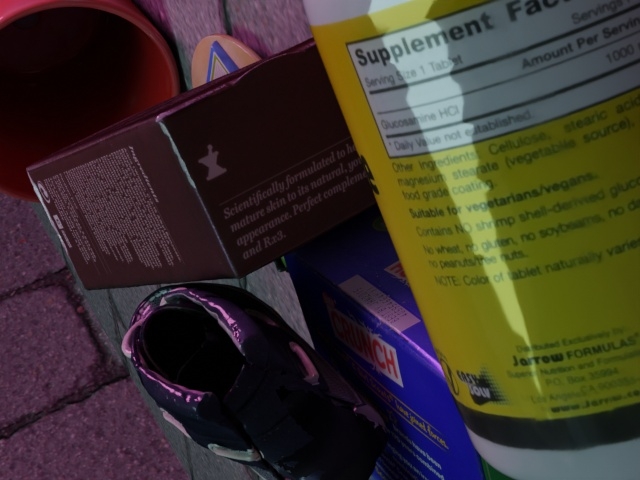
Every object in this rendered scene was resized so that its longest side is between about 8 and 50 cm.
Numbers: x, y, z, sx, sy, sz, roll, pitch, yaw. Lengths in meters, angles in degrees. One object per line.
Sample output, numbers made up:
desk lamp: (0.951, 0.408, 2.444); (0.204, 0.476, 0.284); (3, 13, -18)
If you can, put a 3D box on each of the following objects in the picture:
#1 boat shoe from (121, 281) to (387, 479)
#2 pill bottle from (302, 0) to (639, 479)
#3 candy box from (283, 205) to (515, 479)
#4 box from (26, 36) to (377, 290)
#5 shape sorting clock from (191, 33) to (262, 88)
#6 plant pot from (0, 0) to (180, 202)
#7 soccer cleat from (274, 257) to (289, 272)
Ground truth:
boat shoe: (-0.093, 0.078, 1.023); (0.158, 0.127, 0.341); (43, 168, -35)
pill bottle: (0.104, -0.072, 0.602); (0.188, 0.188, 0.333); (14, 127, 68)
candy box: (0.113, 0.154, 1.014); (0.268, 0.122, 0.317); (39, 151, 55)
box: (-0.094, -0.060, 1.119); (0.143, 0.191, 0.381); (65, 156, -7)
shape sorting clock: (-0.064, -0.106, 1.294); (0.206, 0.040, 0.206); (46, 151, 36)
plant pot: (-0.328, -0.222, 1.575); (0.243, 0.275, 0.275); (-120, 15, -45)
soccer cleat: (0.000, 0.000, 1.205); (0.060, 0.072, 0.179); (63, 163, 4)
